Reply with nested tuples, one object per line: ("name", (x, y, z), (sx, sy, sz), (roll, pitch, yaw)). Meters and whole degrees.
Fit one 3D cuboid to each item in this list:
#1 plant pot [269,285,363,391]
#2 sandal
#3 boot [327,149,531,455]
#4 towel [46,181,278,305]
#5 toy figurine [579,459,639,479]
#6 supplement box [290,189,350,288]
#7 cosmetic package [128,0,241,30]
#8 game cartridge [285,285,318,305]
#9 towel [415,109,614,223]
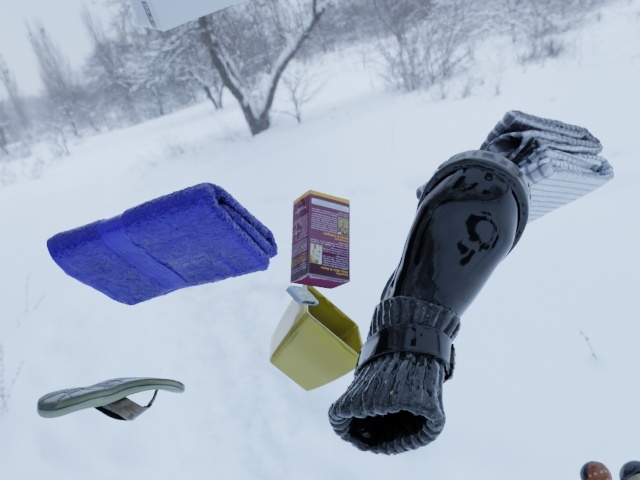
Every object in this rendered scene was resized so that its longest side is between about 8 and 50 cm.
("plant pot", (-0.024, 0.276, 1.500), (0.187, 0.212, 0.212), (-45, 15, 12))
("sandal", (-0.427, 0.336, 1.140), (0.120, 0.086, 0.303), (-11, -7, 44))
("boot", (0.130, 0.088, 0.664), (0.131, 0.347, 0.260), (24, 45, 9))
("towel", (-0.248, 0.022, 0.895), (0.309, 0.227, 0.076), (-18, 60, 18))
("toy figurine", (0.486, 0.479, 0.954), (0.210, 0.213, 0.148), (18, 36, -27))
("supplement box", (0.000, 0.000, 1.171), (0.104, 0.188, 0.081), (12, -22, -28))
("cosmetic package", (-0.098, -0.316, 0.573), (0.231, 0.117, 0.085), (-29, 36, -21))
("game cartridge", (-0.044, 0.129, 1.295), (0.056, 0.017, 0.083), (40, 11, 30))
("towel", (0.325, -0.104, 0.937), (0.284, 0.121, 0.235), (-2, -22, -42))
